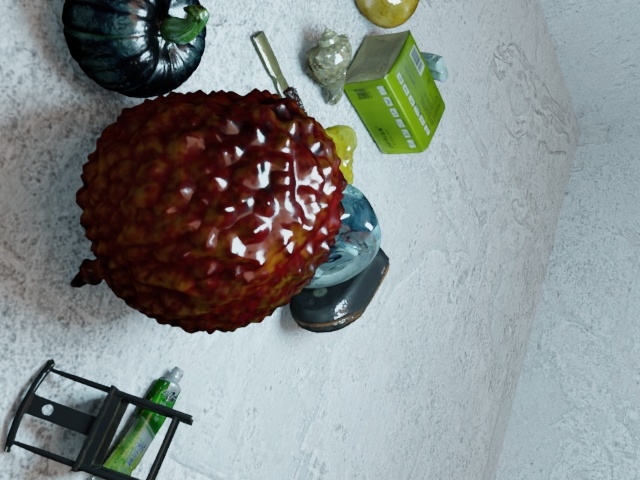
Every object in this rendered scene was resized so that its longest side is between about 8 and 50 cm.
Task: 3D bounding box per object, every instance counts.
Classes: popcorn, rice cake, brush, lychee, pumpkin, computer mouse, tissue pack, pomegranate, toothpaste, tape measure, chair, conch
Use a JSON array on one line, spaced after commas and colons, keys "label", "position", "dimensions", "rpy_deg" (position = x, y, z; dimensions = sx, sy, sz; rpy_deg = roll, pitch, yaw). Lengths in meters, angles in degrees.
[{"label": "popcorn", "position": [0.007, -0.184, 1.379], "dimensions": [0.203, 0.200, 0.226], "rpy_deg": [-39, 99, -8]}, {"label": "rice cake", "position": [0.287, -0.512, 1.709], "dimensions": [0.040, 0.226, 0.085], "rpy_deg": [-45, 128, -5]}, {"label": "brush", "position": [-0.087, -0.372, 1.382], "dimensions": [0.043, 0.036, 0.247], "rpy_deg": [-57, 133, -38]}, {"label": "lychee", "position": [-0.199, -0.046, 0.977], "dimensions": [0.500, 0.424, 0.424], "rpy_deg": [-29, 122, -4]}, {"label": "pumpkin", "position": [-0.282, -0.357, 0.975], "dimensions": [0.248, 0.248, 0.247], "rpy_deg": [-4, 95, -51]}, {"label": "computer mouse", "position": [0.050, 0.115, 1.465], "dimensions": [0.323, 0.183, 0.116], "rpy_deg": [-50, 139, -38]}, {"label": "tissue pack", "position": [0.209, -0.406, 1.645], "dimensions": [0.274, 0.167, 0.200], "rpy_deg": [51, 56, -41]}, {"label": "pomegranate", "position": [0.176, -0.679, 1.596], "dimensions": [0.196, 0.196, 0.195], "rpy_deg": [-4, 95, -51]}, {"label": "toothpaste", "position": [-0.332, 0.351, 1.113], "dimensions": [0.078, 0.047, 0.247], "rpy_deg": [49, 58, -34]}, {"label": "tape measure", "position": [0.000, 0.000, 1.318], "dimensions": [0.256, 0.275, 0.147], "rpy_deg": [26, 33, -44]}, {"label": "chair", "position": [-0.366, 0.326, 1.004], "dimensions": [0.141, 0.260, 0.154], "rpy_deg": [117, -6, -67]}, {"label": "conch", "position": [0.037, -0.433, 1.459], "dimensions": [0.155, 0.130, 0.207], "rpy_deg": [-44, 140, -25]}]
